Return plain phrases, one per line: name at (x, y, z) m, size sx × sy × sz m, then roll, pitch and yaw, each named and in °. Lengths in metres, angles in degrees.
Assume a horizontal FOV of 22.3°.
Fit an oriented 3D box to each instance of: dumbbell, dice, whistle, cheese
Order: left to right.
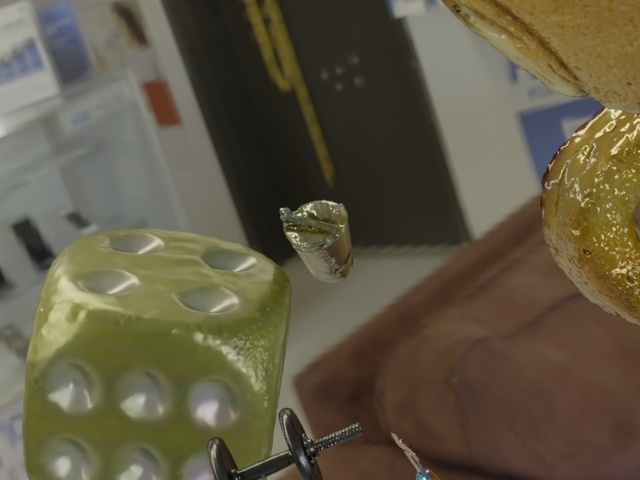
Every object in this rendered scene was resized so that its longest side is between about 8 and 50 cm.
dice at (-0.156, 0.132, 1.595) m, size 0.238 × 0.227 × 0.233 m, roll 6°, pitch 23°, yaw 0°
dumbbell at (-0.038, 0.161, 1.153) m, size 0.147 × 0.069 × 0.069 m, roll -22°, pitch 17°, yaw 2°
whistle at (0.000, 0.001, 1.699) m, size 0.068 × 0.057 × 0.326 m, roll 13°, pitch -6°, yaw 5°
cheese at (0.089, 0.199, 1.349) m, size 0.017 × 0.111 × 0.047 m, roll -42°, pitch 37°, yaw -11°

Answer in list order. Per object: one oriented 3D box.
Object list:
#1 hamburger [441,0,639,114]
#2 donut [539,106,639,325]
hamburger at (0.258, -0.245, 1.338) m, size 0.284 × 0.304 × 0.174 m, roll -17°, pitch 46°, yaw 48°
donut at (0.388, -0.023, 1.798) m, size 0.277 × 0.277 × 0.108 m, roll -19°, pitch 17°, yaw 2°
